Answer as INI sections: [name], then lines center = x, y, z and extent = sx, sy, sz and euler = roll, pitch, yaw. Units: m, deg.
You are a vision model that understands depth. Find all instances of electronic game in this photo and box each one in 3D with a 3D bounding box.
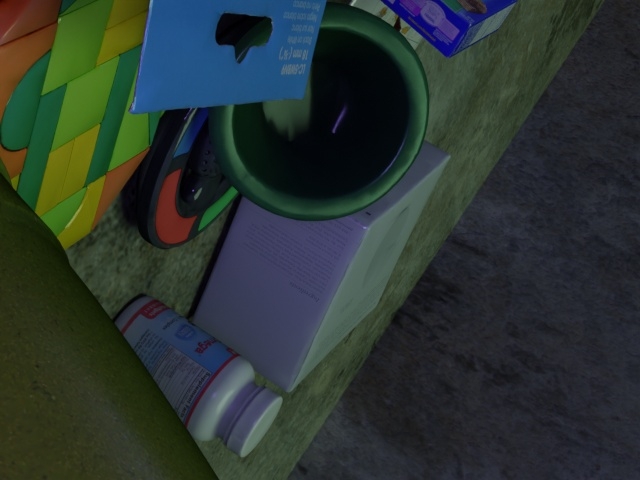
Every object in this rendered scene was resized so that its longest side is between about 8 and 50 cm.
[electronic game]
center = -0.077, -0.092, 1.127
extent = 0.229, 0.048, 0.229
euler = -54, 168, -18

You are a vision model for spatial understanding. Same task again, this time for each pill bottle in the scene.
[pill bottle]
center = -0.118, 0.126, 1.241
extent = 0.087, 0.160, 0.087
euler = -54, 168, -17

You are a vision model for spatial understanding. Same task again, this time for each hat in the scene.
[hat]
center = -0.018, -0.124, 1.125
extent = 0.173, 0.208, 0.183
euler = -66, -152, 12

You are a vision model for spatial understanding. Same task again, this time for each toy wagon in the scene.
[toy wagon]
center = -0.147, -0.120, 0.740
extent = 0.267, 0.068, 0.344
euler = -42, 161, -52

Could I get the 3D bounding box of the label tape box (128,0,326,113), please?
[label tape box]
center = 0.026, -0.221, 0.664
extent = 0.240, 0.106, 0.333
euler = -22, 123, -70

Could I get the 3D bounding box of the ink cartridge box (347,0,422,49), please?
[ink cartridge box]
center = 0.082, -0.272, 1.268
extent = 0.261, 0.066, 0.296
euler = -53, 169, 12

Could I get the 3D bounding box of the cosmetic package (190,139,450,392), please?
[cosmetic package]
center = 0.000, 0.000, 1.445
extent = 0.224, 0.138, 0.224
euler = -40, 157, -56

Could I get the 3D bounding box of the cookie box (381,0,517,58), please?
[cookie box]
center = 0.108, -0.210, 1.162
extent = 0.107, 0.092, 0.040
euler = -36, 166, -53

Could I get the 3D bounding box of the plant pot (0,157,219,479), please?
[plant pot]
center = -0.169, 0.181, 0.567
extent = 0.366, 0.353, 0.366
euler = -40, 157, -21
